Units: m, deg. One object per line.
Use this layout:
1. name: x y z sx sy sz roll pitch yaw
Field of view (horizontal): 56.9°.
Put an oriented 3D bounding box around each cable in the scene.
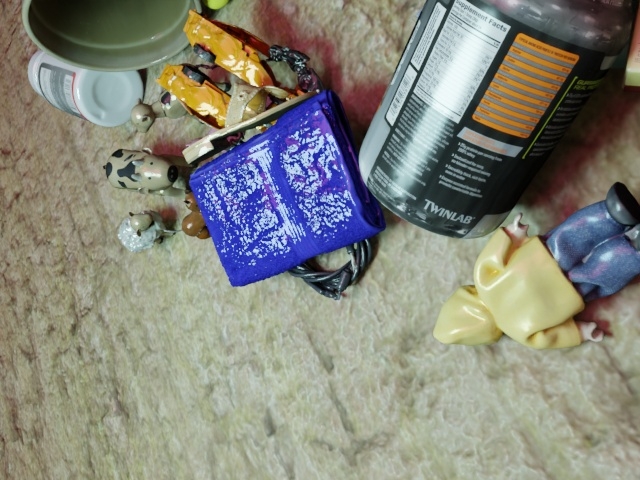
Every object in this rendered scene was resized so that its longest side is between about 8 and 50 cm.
1. cable: 0.000 0.000 0.964 0.184 0.047 0.150 38 112 37

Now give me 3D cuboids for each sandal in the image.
1. sandal: -0.127 -0.207 0.929 0.240 0.088 0.079 -25 94 16

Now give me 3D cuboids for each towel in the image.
1. towel: -0.068 -0.068 0.927 0.308 0.076 0.227 -24 84 34

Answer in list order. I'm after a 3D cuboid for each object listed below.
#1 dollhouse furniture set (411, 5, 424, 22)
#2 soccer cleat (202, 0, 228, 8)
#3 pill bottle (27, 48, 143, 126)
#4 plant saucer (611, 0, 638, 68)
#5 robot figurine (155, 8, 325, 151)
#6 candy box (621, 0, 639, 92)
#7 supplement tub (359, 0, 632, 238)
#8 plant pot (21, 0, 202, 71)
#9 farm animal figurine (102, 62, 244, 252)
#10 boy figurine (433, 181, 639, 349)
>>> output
1. dollhouse furniture set: 0.150 -0.441 0.781 0.286 0.198 0.303 -50 58 25
2. soccer cleat: -0.149 -0.574 1.107 0.121 0.093 0.289 36 109 33
3. pill bottle: -0.555 -0.370 1.380 0.283 0.161 0.161 24 102 39
4. plant saucer: 0.368 -0.303 0.694 0.195 0.037 0.194 -3 85 40
5. robot figurine: -0.127 -0.257 1.014 0.291 0.085 0.211 35 108 7
6. candy box: 0.429 -0.307 0.584 0.183 0.087 0.316 11 93 23
7. supplement tub: 0.192 -0.184 0.666 0.207 0.207 0.338 51 134 30
8. plant pot: -0.416 -0.536 1.149 0.323 0.323 0.280 -27 70 35
9. farm animal figurine: -0.313 -0.159 1.155 0.327 0.172 0.330 -12 79 38
10. boy figurine: 0.263 0.059 0.713 0.177 0.092 0.285 50 123 2
